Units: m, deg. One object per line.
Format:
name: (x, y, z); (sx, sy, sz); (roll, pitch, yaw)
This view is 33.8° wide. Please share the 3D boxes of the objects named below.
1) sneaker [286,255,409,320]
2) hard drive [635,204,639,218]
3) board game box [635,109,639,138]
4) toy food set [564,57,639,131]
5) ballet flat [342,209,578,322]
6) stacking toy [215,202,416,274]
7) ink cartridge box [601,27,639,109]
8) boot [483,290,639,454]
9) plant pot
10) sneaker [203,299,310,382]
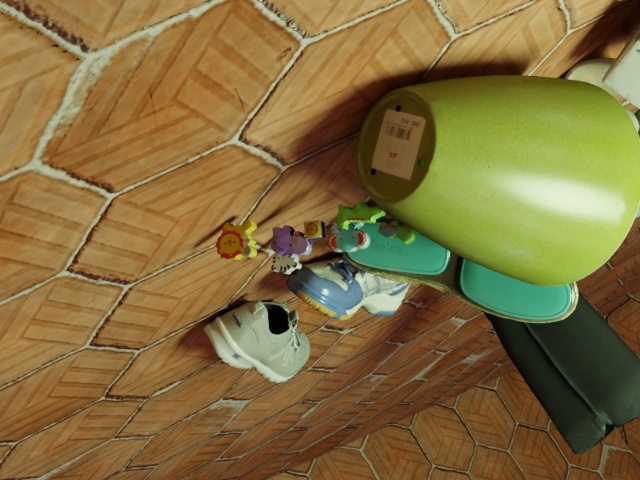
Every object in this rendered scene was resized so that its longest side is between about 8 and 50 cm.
sneaker: (0.057, 0.044, 1.654); (0.131, 0.112, 0.296); (-58, 156, 17)
hard drive: (0.732, -0.156, 2.140); (0.210, 0.040, 0.318); (-30, 162, -8)
board game box: (0.666, -0.239, 1.955); (0.213, 0.046, 0.317); (-25, 161, -18)
toy food set: (0.398, -0.113, 1.601); (0.220, 0.092, 0.306); (8, 105, -63)
ballet flat: (0.202, 0.028, 1.530); (0.123, 0.348, 0.123); (15, 90, -79)
stacking toy: (0.000, 0.000, 1.354); (0.221, 0.052, 0.167); (-8, 170, 20)
ink cartridge box: (0.475, -0.283, 1.401); (0.139, 0.082, 0.190); (-49, 173, -38)
boot: (0.464, 0.114, 1.897); (0.146, 0.445, 0.367); (-14, 155, -43)
plant pot: (0.195, -0.093, 1.297); (0.293, 0.275, 0.275); (9, 139, -38)
sneaker: (-0.070, 0.156, 1.689); (0.115, 0.105, 0.281); (-36, 161, 13)
